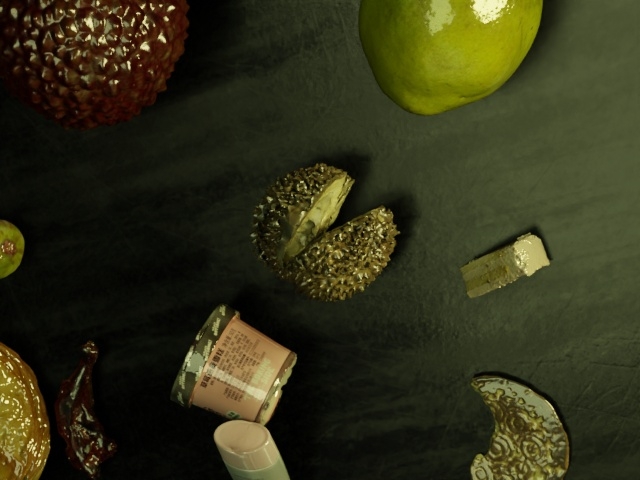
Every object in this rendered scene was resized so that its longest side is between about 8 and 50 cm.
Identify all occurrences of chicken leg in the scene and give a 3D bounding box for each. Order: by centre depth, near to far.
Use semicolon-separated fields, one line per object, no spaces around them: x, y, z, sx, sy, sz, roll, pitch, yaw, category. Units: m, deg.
-0.350;0.254;2.030;0.089;0.048;0.219;-3;101;18;chicken leg

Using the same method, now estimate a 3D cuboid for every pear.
0.156;-0.273;1.635;0.212;0.212;0.269;31;124;11;pear

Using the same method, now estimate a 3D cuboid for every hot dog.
-0.499;0.263;2.055;0.175;0.114;0.259;-24;95;19;hot dog

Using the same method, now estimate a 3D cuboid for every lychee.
-0.302;-0.284;1.777;0.264;0.264;0.300;22;128;14;lychee

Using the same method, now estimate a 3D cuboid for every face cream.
-0.086;0.317;1.885;0.084;0.057;0.198;5;143;17;face cream

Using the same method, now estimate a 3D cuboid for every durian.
0.000;0.000;1.800;0.196;0.167;0.196;15;112;43;durian

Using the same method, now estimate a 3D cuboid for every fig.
-0.515;0.015;2.013;0.166;0.093;0.093;-3;101;22;fig

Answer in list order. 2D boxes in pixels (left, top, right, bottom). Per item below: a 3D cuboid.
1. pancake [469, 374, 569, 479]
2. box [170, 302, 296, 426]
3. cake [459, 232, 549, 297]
0.244;0.280;1.836;0.184;0.020;0.190;40;111;7;pancake
-0.112;0.181;1.878;0.135;0.151;0.151;26;110;3;box
0.227;0.036;1.766;0.121;0.065;0.052;-27;90;30;cake
